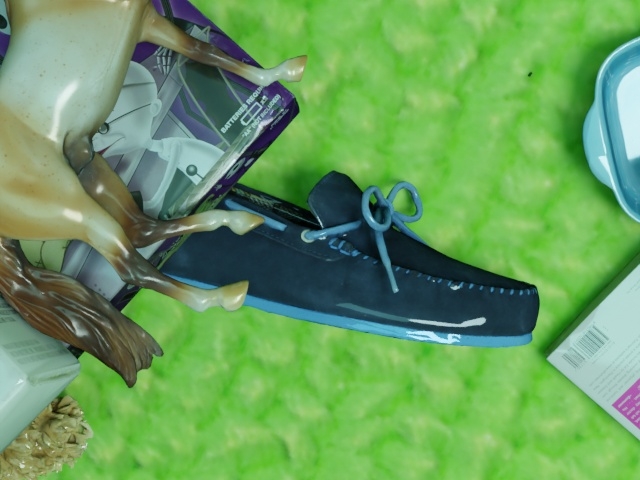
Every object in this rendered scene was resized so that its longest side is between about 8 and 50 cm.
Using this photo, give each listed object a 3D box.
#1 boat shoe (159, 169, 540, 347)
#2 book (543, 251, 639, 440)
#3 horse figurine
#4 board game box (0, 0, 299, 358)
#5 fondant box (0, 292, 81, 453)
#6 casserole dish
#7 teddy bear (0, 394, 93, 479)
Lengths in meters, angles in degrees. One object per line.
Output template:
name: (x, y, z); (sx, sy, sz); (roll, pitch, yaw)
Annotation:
boat shoe: (0.000, 0.000, 0.583); (0.258, 0.109, 0.089); (12, 92, 3)
book: (0.220, 0.082, 0.605); (0.144, 0.035, 0.096); (42, 102, 1)
horse figurine: (-0.102, -0.064, 0.494); (0.174, 0.066, 0.263); (14, 86, -3)
board game box: (-0.202, -0.014, 0.550); (0.208, 0.056, 0.347); (42, 90, 7)
fondant box: (-0.319, 0.033, 0.483); (0.330, 0.096, 0.238); (44, 90, 4)
casserole dish: (0.243, -0.073, 0.581); (0.188, 0.037, 0.114); (-12, 96, 8)
teddy bear: (-0.256, 0.062, 0.629); (0.245, 0.113, 0.338); (1, 89, 0)
